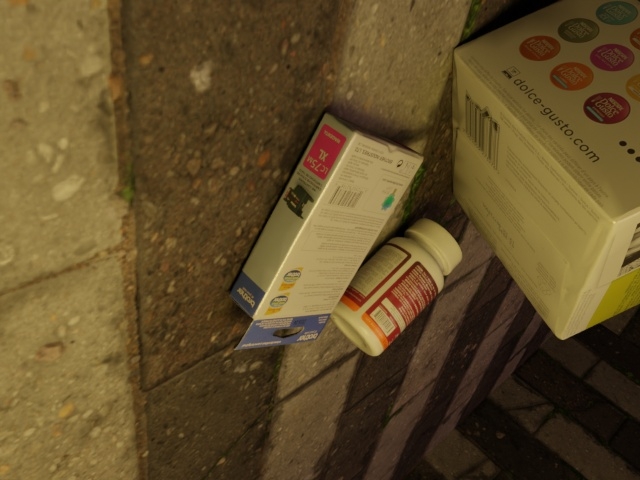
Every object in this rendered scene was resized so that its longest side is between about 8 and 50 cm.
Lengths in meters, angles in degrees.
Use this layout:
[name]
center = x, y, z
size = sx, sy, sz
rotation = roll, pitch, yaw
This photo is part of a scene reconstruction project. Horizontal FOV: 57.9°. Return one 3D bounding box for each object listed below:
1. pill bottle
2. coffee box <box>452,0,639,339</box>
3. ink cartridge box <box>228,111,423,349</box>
[pill bottle]
center = 0.123, 0.072, 0.948
size = 0.221, 0.121, 0.121
rotation = -43, 149, -15
[coffee box]
center = 0.417, -0.121, 0.835
size = 0.334, 0.338, 0.338
rotation = -25, 146, -4
[ink cartridge box]
center = 0.000, 0.000, 0.758
size = 0.185, 0.065, 0.311
rotation = 5, 116, -56
